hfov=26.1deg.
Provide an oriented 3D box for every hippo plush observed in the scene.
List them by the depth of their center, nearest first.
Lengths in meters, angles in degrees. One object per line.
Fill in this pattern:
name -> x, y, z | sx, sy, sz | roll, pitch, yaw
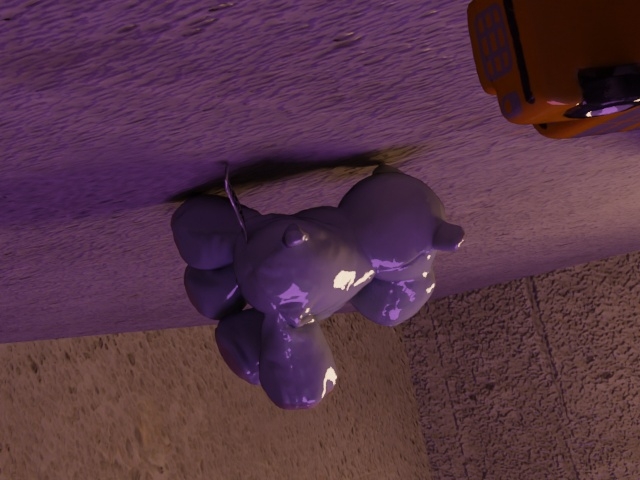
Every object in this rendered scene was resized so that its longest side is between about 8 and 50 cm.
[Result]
hippo plush -> 0.000, 0.000, 1.429 | 0.236, 0.234, 0.294 | -27, 138, -27

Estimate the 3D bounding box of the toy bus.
toy bus -> 0.241, -0.136, 0.888 | 0.333, 0.108, 0.130 | -9, 174, -25
